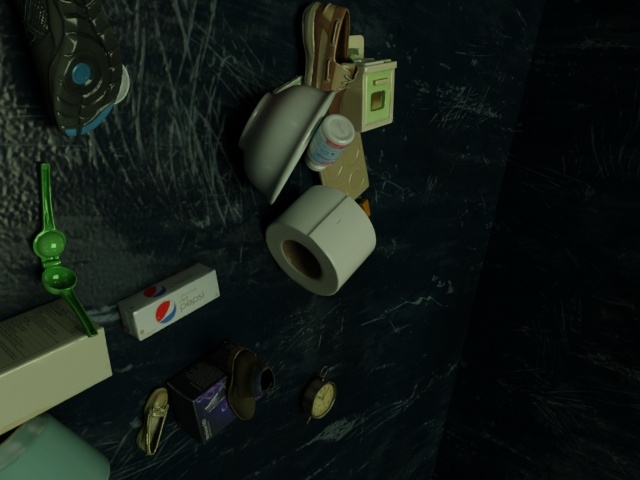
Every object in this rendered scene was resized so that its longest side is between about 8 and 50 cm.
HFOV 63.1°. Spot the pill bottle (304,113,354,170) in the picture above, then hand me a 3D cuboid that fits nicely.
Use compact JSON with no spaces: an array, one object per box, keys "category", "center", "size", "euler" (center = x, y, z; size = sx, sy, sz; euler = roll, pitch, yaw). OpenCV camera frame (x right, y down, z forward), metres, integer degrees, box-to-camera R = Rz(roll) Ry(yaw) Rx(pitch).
[{"category":"pill bottle","center":[0.017,-0.245,1.339],"size":[0.087,0.087,0.160],"euler":[-43,178,-33]}]

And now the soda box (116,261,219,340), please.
[{"category":"soda box","center":[-0.330,0.129,1.148],"size":[0.216,0.069,0.073],"euler":[-30,127,-42]}]

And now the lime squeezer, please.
[{"category":"lime squeezer","center":[-0.462,0.027,0.908],"size":[0.059,0.110,0.310],"euler":[-14,84,-31]}]

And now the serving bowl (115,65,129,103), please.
[{"category":"serving bowl","center":[-0.384,-0.285,0.926],"size":[0.083,0.027,0.083],"euler":[-27,126,-44]}]

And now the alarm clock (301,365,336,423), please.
[{"category":"alarm clock","center":[-0.004,0.505,1.741],"size":[0.129,0.064,0.192],"euler":[-4,111,-51]}]

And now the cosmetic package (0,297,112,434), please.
[{"category":"cosmetic package","center":[-0.531,0.223,0.858],"size":[0.309,0.160,0.113],"euler":[-24,125,-44]}]

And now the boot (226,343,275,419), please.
[{"category":"boot","center":[-0.164,0.362,1.250],"size":[0.082,0.106,0.219],"euler":[-30,127,-41]}]

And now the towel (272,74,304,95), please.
[{"category":"towel","center":[-0.069,-0.329,1.324],"size":[0.113,0.023,0.152],"euler":[-41,137,-31]}]

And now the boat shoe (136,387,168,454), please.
[{"category":"boat shoe","center":[-0.386,0.422,1.223],"size":[0.056,0.048,0.153],"euler":[20,89,-54]}]

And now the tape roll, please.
[{"category":"tape roll","center":[0.000,0.000,1.368],"size":[0.169,0.246,0.246],"euler":[-45,137,-31]}]

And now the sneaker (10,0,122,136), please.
[{"category":"sneaker","center":[-0.401,-0.334,0.813],"size":[0.125,0.140,0.340],"euler":[-36,146,-51]}]

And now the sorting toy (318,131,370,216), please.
[{"category":"sorting toy","center":[0.074,-0.162,1.569],"size":[0.229,0.041,0.307],"euler":[-47,138,-35]}]

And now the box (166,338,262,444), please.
[{"category":"box","center":[-0.262,0.376,1.314],"size":[0.207,0.108,0.153],"euler":[-34,131,-40]}]

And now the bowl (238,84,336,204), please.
[{"category":"bowl","center":[-0.095,-0.239,1.183],"size":[0.297,0.134,0.298],"euler":[-60,-175,9]}]

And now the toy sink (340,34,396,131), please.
[{"category":"toy sink","center":[0.114,-0.429,1.416],"size":[0.153,0.131,0.234],"euler":[-27,125,-44]}]

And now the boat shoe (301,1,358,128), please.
[{"category":"boat shoe","center":[0.030,-0.421,1.305],"size":[0.123,0.116,0.324],"euler":[-53,144,-50]}]

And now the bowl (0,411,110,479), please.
[{"category":"bowl","center":[-0.531,0.398,0.855],"size":[0.311,0.312,0.163],"euler":[-34,111,-39]}]
